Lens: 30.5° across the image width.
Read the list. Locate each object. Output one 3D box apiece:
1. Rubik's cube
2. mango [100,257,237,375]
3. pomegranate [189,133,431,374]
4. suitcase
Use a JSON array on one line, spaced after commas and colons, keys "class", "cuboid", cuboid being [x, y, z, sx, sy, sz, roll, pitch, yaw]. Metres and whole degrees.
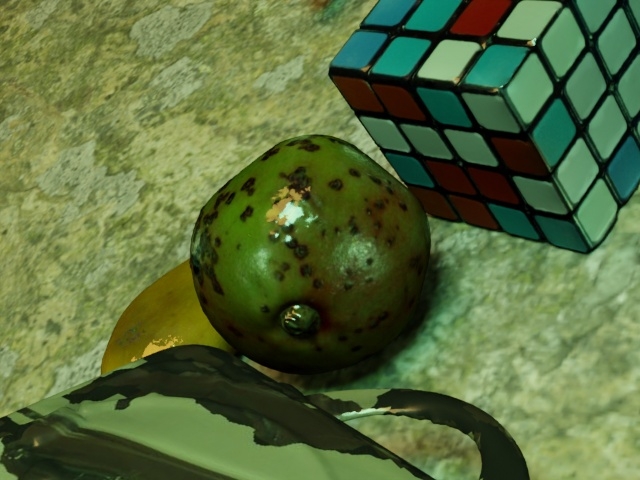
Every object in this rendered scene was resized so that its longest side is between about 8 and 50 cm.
[{"class": "Rubik's cube", "cuboid": [0.130, -0.108, 0.771, 0.151, 0.155, 0.154, 16, 64, 47]}, {"class": "mango", "cuboid": [-0.100, 0.063, 0.871, 0.101, 0.066, 0.187, 3, 46, 40]}, {"class": "pomegranate", "cuboid": [0.000, 0.000, 0.786, 0.159, 0.159, 0.205, -21, 16, 22]}, {"class": "suitcase", "cuboid": [-0.041, 0.192, 0.570, 0.339, 0.194, 0.351, -24, 27, -29]}]
